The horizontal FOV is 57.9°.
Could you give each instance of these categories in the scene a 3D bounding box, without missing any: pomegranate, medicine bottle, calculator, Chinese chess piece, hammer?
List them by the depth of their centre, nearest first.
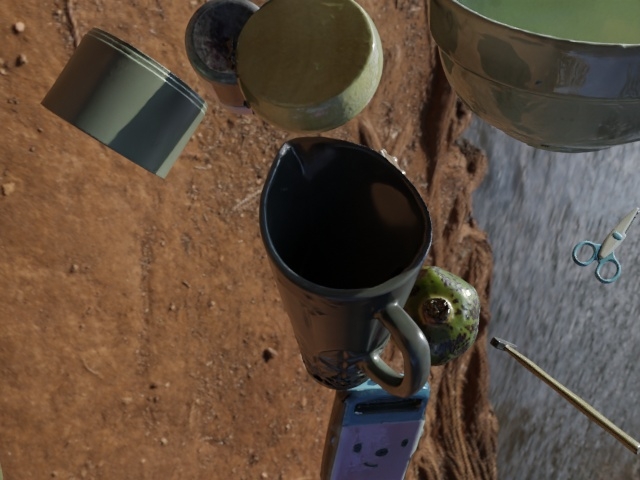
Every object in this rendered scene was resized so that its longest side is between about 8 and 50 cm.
[{"bbox_3d":[0.292,0.181,0.695,0.062,0.199,0.013,22,104,-46],"label":"hammer"},{"bbox_3d":[-0.022,-0.276,0.896,0.237,0.238,0.092,-63,165,-10],"label":"Chinese chess piece"},{"bbox_3d":[0.094,0.336,1.005,0.173,0.051,0.292,1,120,-14],"label":"calculator"},{"bbox_3d":[-0.167,-0.353,1.149,0.273,0.165,0.165,174,-63,-86],"label":"medicine bottle"},{"bbox_3d":[0.287,0.188,1.464,0.254,0.254,0.270,-61,167,-13],"label":"pomegranate"}]

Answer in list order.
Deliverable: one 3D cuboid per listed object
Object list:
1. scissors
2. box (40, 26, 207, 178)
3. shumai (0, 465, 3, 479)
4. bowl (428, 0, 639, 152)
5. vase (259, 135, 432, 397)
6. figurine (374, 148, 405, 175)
[{"bbox_3d":[0.347,-0.001,0.687,0.119,0.058,0.014,-43,163,-23],"label":"scissors"},{"bbox_3d":[-0.322,-0.225,0.971,0.149,0.226,0.226,-58,146,-2],"label":"box"},{"bbox_3d":[-0.328,0.166,0.221,0.329,0.292,0.288,-61,151,2],"label":"shumai"},{"bbox_3d":[0.259,-0.202,0.588,0.307,0.307,0.163,-46,146,-32],"label":"bowl"},{"bbox_3d":[0.030,0.068,0.625,0.156,0.251,0.300,-24,148,-16],"label":"vase"},{"bbox_3d":[0.113,-0.130,1.350,0.172,0.177,0.247,60,17,-6],"label":"figurine"}]
